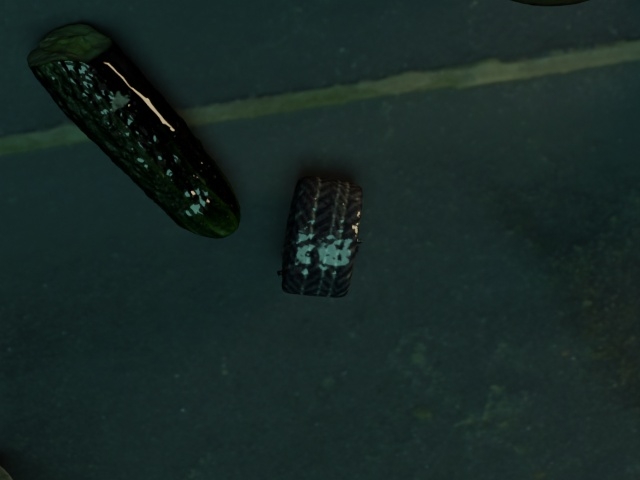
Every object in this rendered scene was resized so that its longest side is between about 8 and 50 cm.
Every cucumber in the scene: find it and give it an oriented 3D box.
[{"bbox_3d":[-0.153,-0.090,1.720,0.074,0.074,0.241,-34,118,14],"label":"cucumber"}]

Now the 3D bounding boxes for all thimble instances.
[{"bbox_3d":[0.000,-0.001,1.763,0.066,0.095,0.104,8,132,-5],"label":"thimble"}]

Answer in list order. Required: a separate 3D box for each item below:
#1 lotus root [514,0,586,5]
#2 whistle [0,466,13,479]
[{"bbox_3d":[0.194,-0.298,1.541,0.272,0.192,0.272,11,115,24],"label":"lotus root"},{"bbox_3d":[-0.449,0.305,1.844,0.404,0.188,0.168,3,118,-5],"label":"whistle"}]
